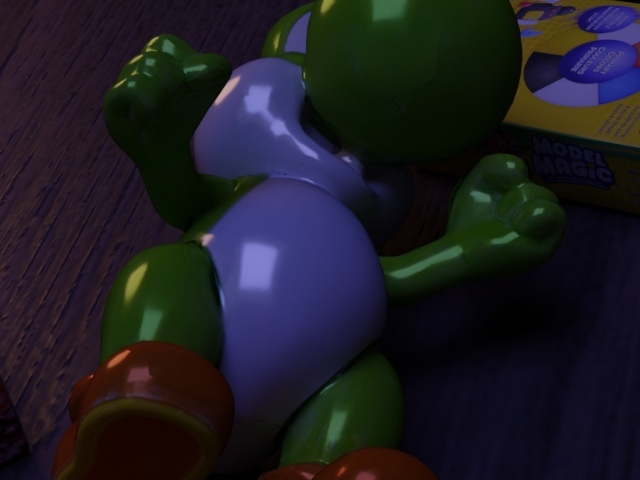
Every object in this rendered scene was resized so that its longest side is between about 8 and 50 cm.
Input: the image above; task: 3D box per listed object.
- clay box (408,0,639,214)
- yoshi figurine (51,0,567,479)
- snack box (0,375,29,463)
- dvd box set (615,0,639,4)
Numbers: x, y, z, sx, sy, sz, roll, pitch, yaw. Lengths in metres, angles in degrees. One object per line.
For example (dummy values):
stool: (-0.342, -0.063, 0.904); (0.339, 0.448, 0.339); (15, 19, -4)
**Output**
clay box: (0.165, -0.075, 1.002); (0.222, 0.053, 0.127); (13, 45, 37)
yoshi figurine: (0.007, -0.020, 0.855); (0.203, 0.204, 0.362); (-4, 39, 14)
snack box: (-0.277, 0.087, 0.940); (0.207, 0.070, 0.174); (-26, 36, -15)
dvd box set: (0.209, -0.291, 1.277); (0.307, 0.062, 0.420); (-12, 35, 6)
